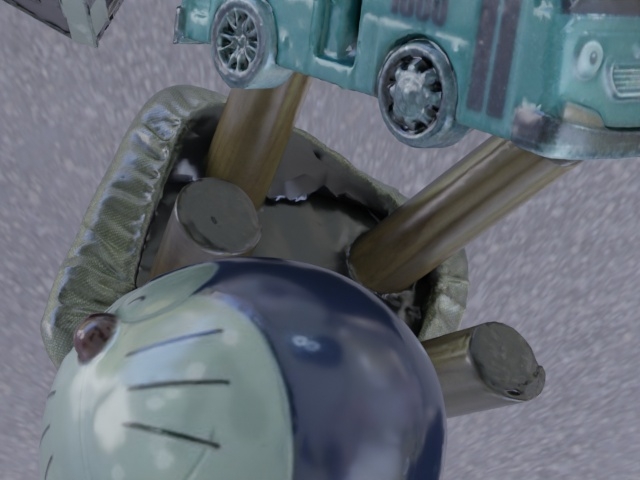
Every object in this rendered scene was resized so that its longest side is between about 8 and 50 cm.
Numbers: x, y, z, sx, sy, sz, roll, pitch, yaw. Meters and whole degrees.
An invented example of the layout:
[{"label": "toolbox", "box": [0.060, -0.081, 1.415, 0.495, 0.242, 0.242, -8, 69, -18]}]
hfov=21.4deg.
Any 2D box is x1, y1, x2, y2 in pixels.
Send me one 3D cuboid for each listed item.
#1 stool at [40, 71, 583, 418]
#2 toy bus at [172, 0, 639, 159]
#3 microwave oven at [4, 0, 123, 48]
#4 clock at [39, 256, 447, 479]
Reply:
[{"label": "stool", "box": [0.000, 0.000, 1.219, 0.310, 0.226, 0.310, 27, 50, -11]}, {"label": "toy bus", "box": [0.057, -0.125, 0.785, 0.128, 0.256, 0.147, -8, 110, -41]}, {"label": "microwave oven", "box": [-0.160, -0.277, 1.070, 0.181, 0.295, 0.237, 30, 80, 2]}, {"label": "clock", "box": [-0.032, 0.125, 0.623, 0.199, 0.146, 0.243, -16, 64, 37]}]
